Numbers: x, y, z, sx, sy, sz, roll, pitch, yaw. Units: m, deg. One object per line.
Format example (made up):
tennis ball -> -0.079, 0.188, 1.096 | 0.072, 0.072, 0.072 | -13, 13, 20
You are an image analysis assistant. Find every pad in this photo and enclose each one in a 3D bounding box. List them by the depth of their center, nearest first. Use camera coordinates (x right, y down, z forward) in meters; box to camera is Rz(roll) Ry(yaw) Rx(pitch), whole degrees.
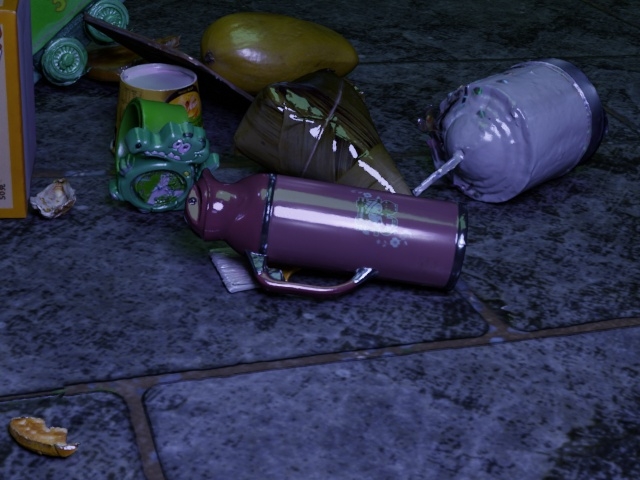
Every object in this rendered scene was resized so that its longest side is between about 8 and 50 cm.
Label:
pad -> -0.214, -0.275, 1.690 | 0.287, 0.018, 0.284 | 28, 0, 37

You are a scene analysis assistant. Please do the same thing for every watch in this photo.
watch -> -0.215, -0.129, 1.403 | 0.131, 0.165, 0.152 | 6, 43, -23

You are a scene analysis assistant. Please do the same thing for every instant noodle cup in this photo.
instant noodle cup -> -0.244, -0.193, 1.568 | 0.152, 0.122, 0.151 | 3, 27, -1

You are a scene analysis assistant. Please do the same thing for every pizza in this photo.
pizza -> -0.254, 0.180, 0.948 | 0.083, 0.016, 0.037 | 15, 29, 27
pizza -> -0.330, -0.320, 1.869 | 0.193, 0.053, 0.201 | -20, 27, -18

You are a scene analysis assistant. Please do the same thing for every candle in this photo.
candle -> 0.261, -0.149, 1.509 | 0.187, 0.187, 0.330 | 26, 36, 36

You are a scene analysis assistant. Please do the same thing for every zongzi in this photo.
zongzi -> 0.057, -0.138, 1.533 | 0.300, 0.145, 0.274 | 30, 27, 12

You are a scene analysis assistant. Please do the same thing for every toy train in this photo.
toy train -> -0.453, -0.390, 1.791 | 0.243, 0.188, 0.132 | -46, 35, -6

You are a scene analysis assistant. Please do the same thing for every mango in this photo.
mango -> -0.083, -0.338, 1.867 | 0.195, 0.142, 0.332 | 24, 21, 28

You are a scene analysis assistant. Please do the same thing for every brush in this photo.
brush -> 0.002, 0.024, 1.303 | 0.272, 0.013, 0.103 | -5, 29, -20

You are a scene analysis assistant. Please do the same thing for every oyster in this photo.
oyster -> -0.350, -0.054, 1.372 | 0.051, 0.034, 0.093 | 25, 32, 11

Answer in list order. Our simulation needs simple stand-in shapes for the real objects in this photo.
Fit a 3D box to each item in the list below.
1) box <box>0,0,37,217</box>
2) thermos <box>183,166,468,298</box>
box -> -0.492, -0.206, 1.372 | 0.214, 0.283, 0.259 | -1, 27, -10
thermos -> 0.000, -0.003, 1.242 | 0.330, 0.136, 0.109 | 9, 5, -4
